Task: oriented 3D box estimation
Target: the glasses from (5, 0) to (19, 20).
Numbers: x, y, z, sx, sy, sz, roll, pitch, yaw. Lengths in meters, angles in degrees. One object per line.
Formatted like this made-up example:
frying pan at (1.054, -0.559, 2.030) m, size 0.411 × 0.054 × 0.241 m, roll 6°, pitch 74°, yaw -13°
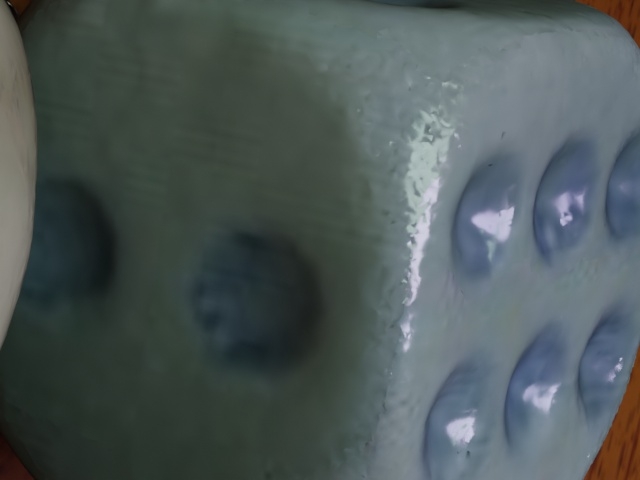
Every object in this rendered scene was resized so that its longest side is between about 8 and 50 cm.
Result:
glasses at (-0.116, -0.090, 0.986) m, size 0.162 × 0.095 × 0.255 m, roll 40°, pitch 58°, yaw -36°

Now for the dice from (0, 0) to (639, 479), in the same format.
dice at (0.000, 0.000, 0.895) m, size 0.268 × 0.262 × 0.265 m, roll -9°, pitch 110°, yaw -54°

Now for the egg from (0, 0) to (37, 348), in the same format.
egg at (-0.254, -0.001, 0.700) m, size 0.283 × 0.283 × 0.345 m, roll 21°, pitch 73°, yaw -39°
